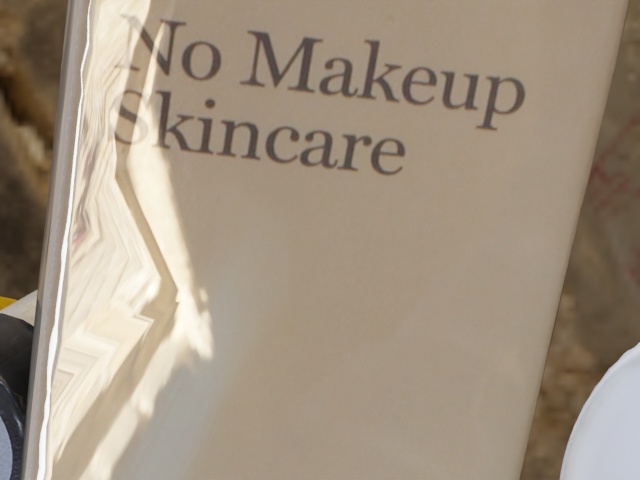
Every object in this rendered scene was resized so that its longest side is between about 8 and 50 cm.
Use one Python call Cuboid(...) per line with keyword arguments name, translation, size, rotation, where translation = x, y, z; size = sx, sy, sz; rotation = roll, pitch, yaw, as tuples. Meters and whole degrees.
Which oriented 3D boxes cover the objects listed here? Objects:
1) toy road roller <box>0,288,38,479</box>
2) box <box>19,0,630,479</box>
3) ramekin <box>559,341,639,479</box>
Cuboid(name="toy road roller", translation=(-0.112, 0.170, 1.032), size=(0.329, 0.240, 0.202), rotation=(50, -145, 3))
Cuboid(name="box", translation=(-0.001, -0.052, 0.553), size=(0.121, 0.148, 0.311), rotation=(-99, 15, -63))
Cuboid(name="ramekin", translation=(0.266, 0.166, 1.218), size=(0.127, 0.273, 0.273), rotation=(11, -100, -42))
